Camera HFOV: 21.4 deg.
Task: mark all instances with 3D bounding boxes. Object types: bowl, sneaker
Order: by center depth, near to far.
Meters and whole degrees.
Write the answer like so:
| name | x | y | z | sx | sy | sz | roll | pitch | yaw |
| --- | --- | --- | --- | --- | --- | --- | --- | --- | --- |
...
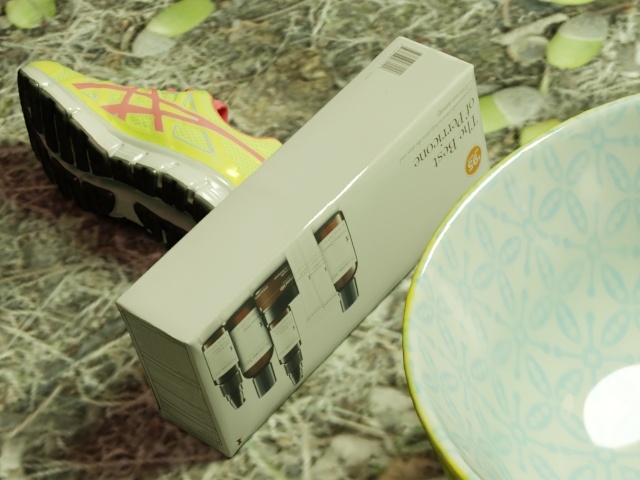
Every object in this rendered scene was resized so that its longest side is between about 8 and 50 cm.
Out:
| name | x | y | z | sx | sy | sz | roll | pitch | yaw |
| --- | --- | --- | --- | --- | --- | --- | --- | --- | --- |
| bowl | 0.191 | 0.076 | 0.758 | 0.289 | 0.156 | 0.289 | -8 | 45 | 8 |
| sneaker | -0.104 | -0.061 | 1.045 | 0.208 | 0.081 | 0.094 | 32 | 54 | 30 |

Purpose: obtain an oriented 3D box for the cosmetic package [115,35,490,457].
| name | x | y | z | sx | sy | sz | roll | pitch | yaw |
| --- | --- | --- | --- | --- | --- | --- | --- | --- | --- |
| cosmetic package | 0.000 | 0.000 | 0.932 | 0.060 | 0.099 | 0.239 | 27 | 58 | 32 |
